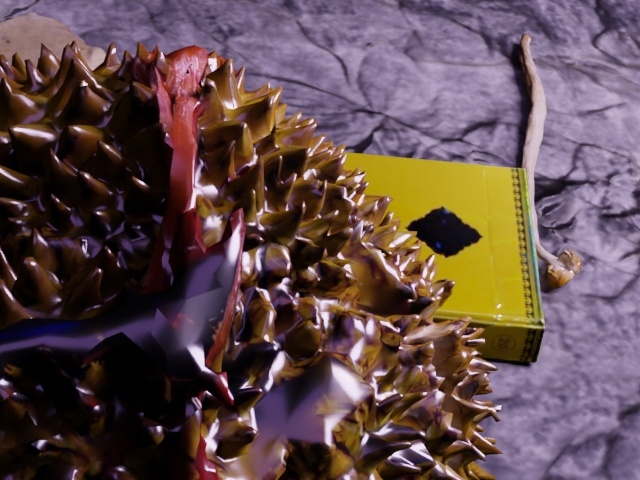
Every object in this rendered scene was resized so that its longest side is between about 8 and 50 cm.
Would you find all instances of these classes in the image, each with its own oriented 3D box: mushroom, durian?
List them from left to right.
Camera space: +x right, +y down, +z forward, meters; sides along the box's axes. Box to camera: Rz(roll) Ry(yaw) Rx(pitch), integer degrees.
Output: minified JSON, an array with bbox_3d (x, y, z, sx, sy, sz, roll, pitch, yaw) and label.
[{"bbox_3d":[-0.108,0.076,0.826,0.384,0.348,0.348,11,40,-11],"label":"durian"},{"bbox_3d":[0.152,-0.064,1.250,0.028,0.026,0.286,17,37,-15],"label":"mushroom"}]

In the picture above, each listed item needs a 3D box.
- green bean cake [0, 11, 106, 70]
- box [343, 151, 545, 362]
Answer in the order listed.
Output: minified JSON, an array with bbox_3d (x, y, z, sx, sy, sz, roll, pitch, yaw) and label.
[{"bbox_3d":[-0.220,-0.061,1.112,0.179,0.109,0.085,-29,53,-35],"label":"green bean cake"},{"bbox_3d":[-0.001,0.000,1.131,0.278,0.041,0.153,6,40,-4],"label":"box"}]
